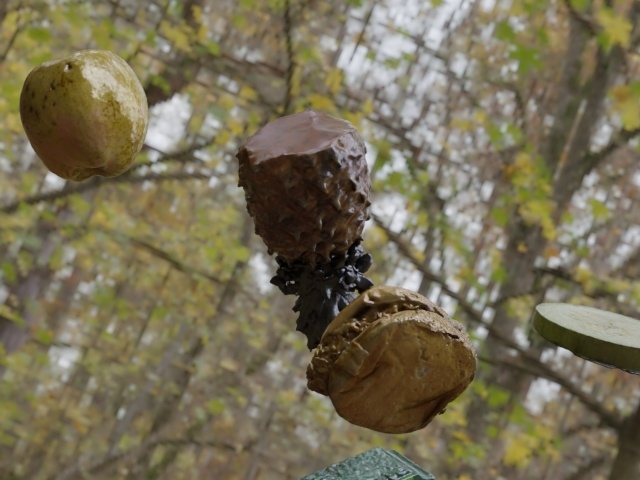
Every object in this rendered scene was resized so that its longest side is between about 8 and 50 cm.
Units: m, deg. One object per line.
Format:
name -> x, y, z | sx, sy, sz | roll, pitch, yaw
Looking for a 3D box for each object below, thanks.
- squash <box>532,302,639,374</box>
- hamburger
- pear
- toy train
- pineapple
squash -> 0.416, 0.135, 2.057 | 0.219, 0.041, 0.219 | 15, 14, -4
hamburger -> 0.068, 0.115, 1.331 | 0.147, 0.138, 0.083 | 30, 17, -31
pear -> -0.308, -0.162, 1.854 | 0.178, 0.178, 0.178 | 21, -14, 5
toy train -> 0.074, 0.499, 2.442 | 0.299, 0.238, 0.167 | -19, 26, -30
pineapple -> 0.000, 0.000, 1.611 | 0.158, 0.158, 0.278 | 10, -57, 41
